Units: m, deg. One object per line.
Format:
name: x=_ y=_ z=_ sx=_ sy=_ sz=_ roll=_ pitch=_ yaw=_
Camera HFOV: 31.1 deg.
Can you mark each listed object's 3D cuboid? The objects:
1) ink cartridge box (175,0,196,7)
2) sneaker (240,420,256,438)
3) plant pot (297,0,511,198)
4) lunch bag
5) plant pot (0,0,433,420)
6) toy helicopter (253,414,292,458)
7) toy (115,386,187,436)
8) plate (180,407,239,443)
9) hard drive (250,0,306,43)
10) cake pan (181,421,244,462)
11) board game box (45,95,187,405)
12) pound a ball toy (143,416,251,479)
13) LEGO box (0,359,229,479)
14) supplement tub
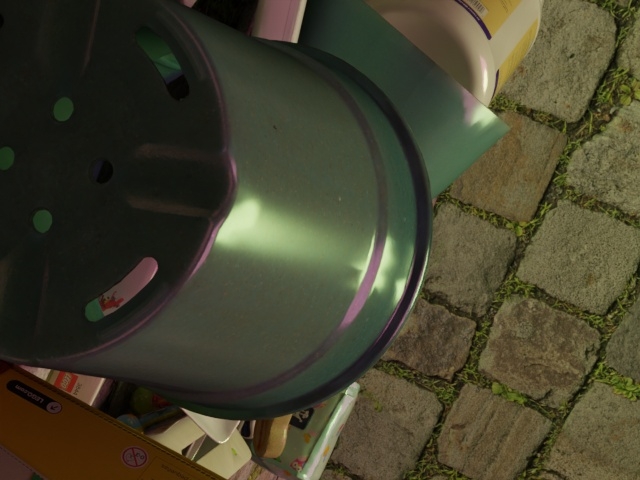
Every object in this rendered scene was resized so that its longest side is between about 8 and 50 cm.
ink cartridge box: x=-0.092 y=-0.351 z=0.859 sx=0.175 sy=0.069 sz=0.371 roll=-58 pitch=169 yaw=-23
sneaker: x=-0.111 y=0.265 z=2.101 sx=0.121 sy=0.079 sz=0.217 roll=-59 pitch=176 yaw=-36
plant pot: x=0.043 y=-0.145 z=1.398 sx=0.235 sy=0.293 sz=0.293 roll=-48 pitch=171 yaw=10
lunch bag: x=-0.036 y=0.354 z=2.233 sx=0.223 sy=0.160 sz=0.262 roll=-60 pitch=-164 yaw=-15
plant pot: x=-0.118 y=-0.030 z=0.863 sx=0.341 sy=0.341 sz=0.334 roll=-64 pitch=161 yaw=2
toy helicopter: x=-0.049 y=0.194 z=1.864 sx=0.235 sy=0.140 sz=0.355 roll=-119 pitch=-137 yaw=-55
toy: x=-0.211 y=0.212 z=1.503 sx=0.056 sy=0.137 sz=0.237 roll=70 pitch=22 yaw=-4
plate: x=-0.131 y=0.071 z=1.419 sx=0.278 sy=0.045 sz=0.277 roll=-59 pitch=137 yaw=-20
hard drive: x=-0.064 y=-0.134 z=1.174 sx=0.233 sy=0.047 sz=0.352 roll=-122 pitch=-136 yaw=-83
cake pan: x=-0.195 y=0.323 z=1.890 sx=0.293 sy=0.054 sz=0.293 roll=-59 pitch=167 yaw=-22
board game box: x=-0.178 y=0.004 z=1.158 sx=0.305 sy=0.053 sz=0.193 roll=-64 pitch=-175 yaw=3
pound a ball toy: x=-0.247 y=0.332 z=1.584 sx=0.208 sy=0.135 sz=0.319 roll=-37 pitch=175 yaw=11
LEGO box: x=-0.191 y=0.345 z=0.855 sx=0.372 sy=0.500 sz=0.193 roll=-50 pitch=162 yaw=-47
supplement tub: x=0.190 y=-0.318 z=1.723 sx=0.331 sy=0.241 sz=0.241 roll=-51 pitch=163 yaw=-47
